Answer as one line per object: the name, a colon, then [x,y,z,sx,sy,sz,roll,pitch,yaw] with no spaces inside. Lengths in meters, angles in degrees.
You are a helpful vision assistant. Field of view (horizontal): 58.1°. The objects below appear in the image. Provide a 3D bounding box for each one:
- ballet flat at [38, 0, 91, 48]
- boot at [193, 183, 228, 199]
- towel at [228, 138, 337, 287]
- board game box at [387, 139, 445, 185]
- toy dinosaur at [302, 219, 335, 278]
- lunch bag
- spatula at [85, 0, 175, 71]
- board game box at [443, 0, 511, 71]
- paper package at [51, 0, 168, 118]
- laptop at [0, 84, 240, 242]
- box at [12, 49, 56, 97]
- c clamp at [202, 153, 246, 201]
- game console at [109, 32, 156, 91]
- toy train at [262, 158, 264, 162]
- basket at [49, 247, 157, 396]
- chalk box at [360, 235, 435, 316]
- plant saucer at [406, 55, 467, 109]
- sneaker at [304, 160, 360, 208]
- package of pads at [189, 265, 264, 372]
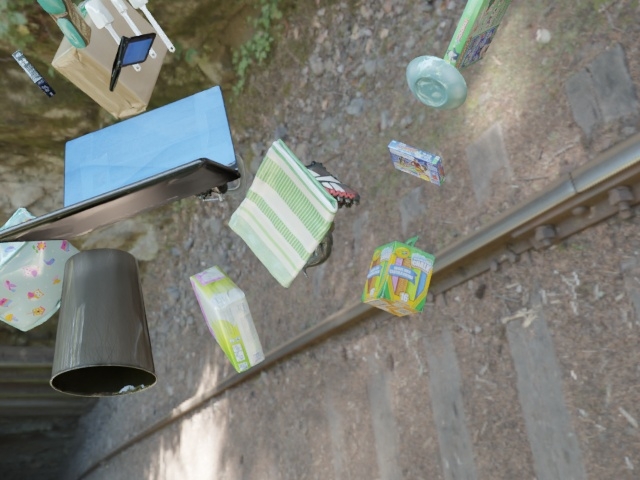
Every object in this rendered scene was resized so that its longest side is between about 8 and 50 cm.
ballet flat: [-0.610,-0.552,1.369,0.206,0.073,0.067,78,-161,-62]
boot: [-0.273,-0.151,1.319,0.099,0.045,0.121,0,126,36]
towel: [-0.100,-0.059,1.444,0.248,0.038,0.324,48,133,13]
board game box: [0.346,-0.279,2.074,0.201,0.136,0.035,27,74,30]
toy dinosaur: [0.000,0.000,2.040,0.121,0.160,0.313,-21,51,23]
lunch bag: [-0.772,0.086,1.504,0.160,0.223,0.262,23,68,34]
spatula: [-0.563,-0.637,1.721,0.242,0.168,0.019,56,167,-12]
board game box: [0.485,-0.662,1.728,0.046,0.214,0.317,42,143,19]
paper package: [-0.718,-0.647,1.999,0.168,0.309,0.324,-12,55,31]
laptop: [-0.376,-0.167,1.092,0.408,0.382,0.236,-26,-84,-86]
box: [-0.588,-0.341,1.185,0.083,0.018,0.067,48,171,11]
c clamp: [-0.294,-0.190,1.756,0.022,0.137,0.160,-107,16,-57]
game console: [-0.411,-0.389,1.261,0.122,0.071,0.107,-30,54,58]
toy train: [-0.179,-0.228,1.851,0.024,0.017,0.083,37,135,28]
basket: [-0.383,0.142,1.024,0.204,0.154,0.226,58,-163,-62]
chalk box: [0.296,0.114,2.149,0.180,0.179,0.288,-30,41,66]
plant saucer: [0.324,-0.439,1.657,0.037,0.195,0.195,-55,16,-23]
sneaker: [0.009,-0.188,1.882,0.098,0.276,0.135,144,135,-62]
package of pads: [-0.276,0.217,1.695,0.296,0.101,0.229,31,140,59]
